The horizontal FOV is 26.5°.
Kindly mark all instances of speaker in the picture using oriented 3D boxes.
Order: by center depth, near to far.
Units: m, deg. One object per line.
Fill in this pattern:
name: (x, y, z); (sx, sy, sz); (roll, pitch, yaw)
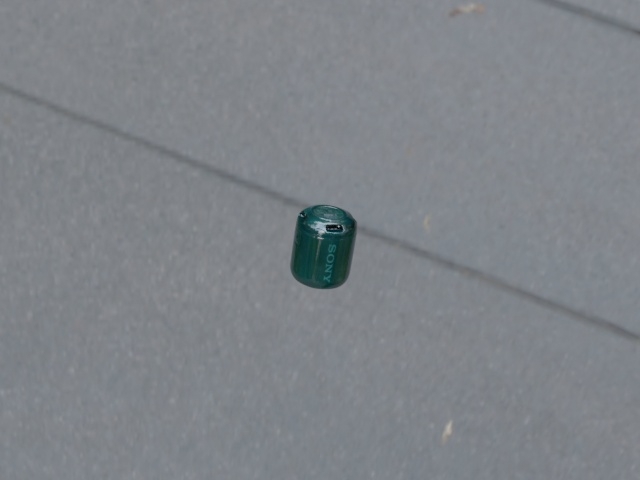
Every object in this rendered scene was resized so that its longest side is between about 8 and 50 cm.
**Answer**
speaker: (0.005, 0.000, 1.334); (0.060, 0.075, 0.094); (11, 24, 3)
